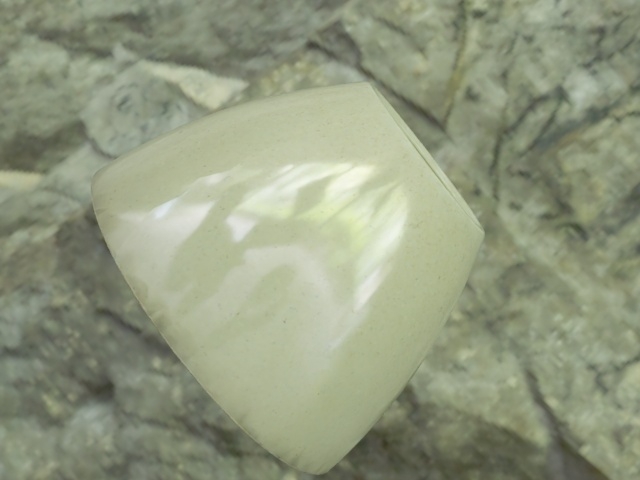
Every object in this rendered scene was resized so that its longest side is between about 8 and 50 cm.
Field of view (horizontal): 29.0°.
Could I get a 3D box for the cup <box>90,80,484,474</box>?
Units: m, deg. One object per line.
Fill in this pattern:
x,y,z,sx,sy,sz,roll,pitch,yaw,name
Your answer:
0.000,0.000,1.072,0.331,0.237,0.331,51,9,-12,cup
